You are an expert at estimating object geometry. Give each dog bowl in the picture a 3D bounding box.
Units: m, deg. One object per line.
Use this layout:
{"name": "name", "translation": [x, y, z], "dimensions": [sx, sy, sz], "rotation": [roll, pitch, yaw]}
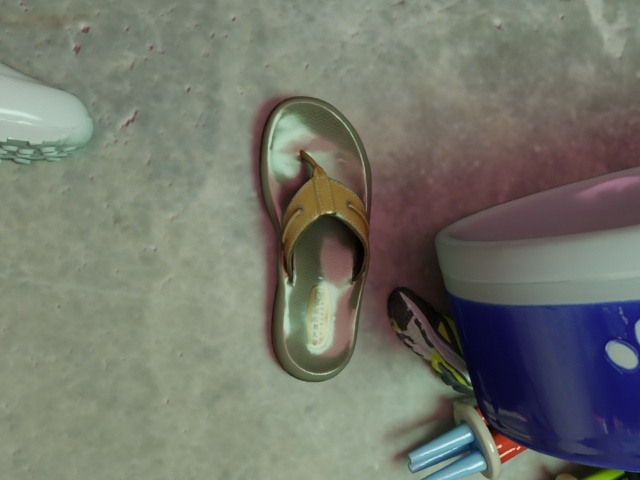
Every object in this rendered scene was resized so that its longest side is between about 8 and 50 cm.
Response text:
{"name": "dog bowl", "translation": [0.201, 0.017, 0.403], "dimensions": [0.265, 0.265, 0.104], "rotation": [-16, 95, -10]}

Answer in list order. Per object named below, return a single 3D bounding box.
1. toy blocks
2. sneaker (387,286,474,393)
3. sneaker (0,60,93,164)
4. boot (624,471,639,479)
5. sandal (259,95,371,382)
{"name": "toy blocks", "translation": [0.138, 0.151, 0.497], "dimensions": [0.148, 0.054, 0.123], "rotation": [-21, 93, -10]}
{"name": "sneaker", "translation": [0.078, 0.061, 0.502], "dimensions": [0.083, 0.031, 0.035], "rotation": [50, 57, -1]}
{"name": "sneaker", "translation": [-0.240, -0.100, 0.417], "dimensions": [0.235, 0.090, 0.095], "rotation": [11, 78, -12]}
{"name": "boot", "translation": [0.323, 0.088, 0.429], "dimensions": [0.246, 0.207, 0.094], "rotation": [-12, 88, -25]}
{"name": "sandal", "translation": [0.000, 0.000, 0.475], "dimensions": [0.072, 0.049, 0.180], "rotation": [0, 89, -11]}
